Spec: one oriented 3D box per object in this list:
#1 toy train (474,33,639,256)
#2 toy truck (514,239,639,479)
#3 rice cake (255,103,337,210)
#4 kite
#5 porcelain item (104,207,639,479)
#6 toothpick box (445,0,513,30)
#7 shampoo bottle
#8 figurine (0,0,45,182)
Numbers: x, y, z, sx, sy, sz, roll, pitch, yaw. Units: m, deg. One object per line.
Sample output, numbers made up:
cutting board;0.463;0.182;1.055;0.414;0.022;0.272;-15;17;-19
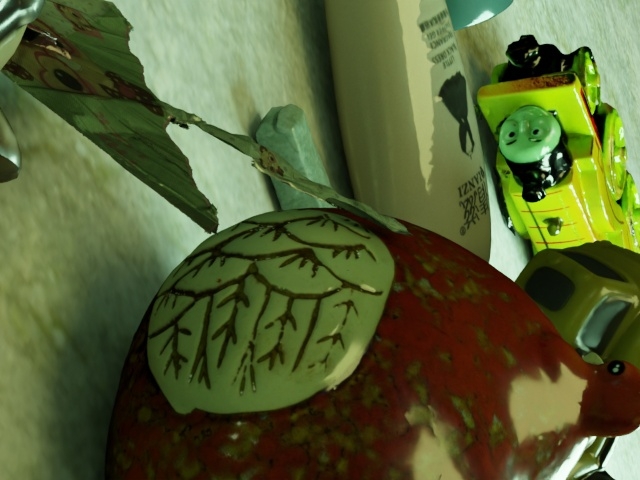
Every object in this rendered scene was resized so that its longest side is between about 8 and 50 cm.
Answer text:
toy train;0.215;-0.043;1.393;0.296;0.100;0.160;58;33;-46
toy truck;0.134;0.096;1.009;0.165;0.147;0.224;30;94;-46
rice cake;0.000;0.000;0.933;0.033;0.029;0.171;-71;145;-57
kite;-0.064;-0.056;0.647;0.250;0.012;0.229;27;19;-27
porcelain item;0.033;0.096;0.711;0.253;0.253;0.253;-8;90;-69
toothpick box;0.068;-0.232;1.066;0.120;0.120;0.184;-61;140;-57
shampoo bottle;0.061;-0.054;1.035;0.127;0.078;0.257;-42;125;-54
figurine;-0.146;-0.158;0.396;0.306;0.241;0.411;-59;148;-54
